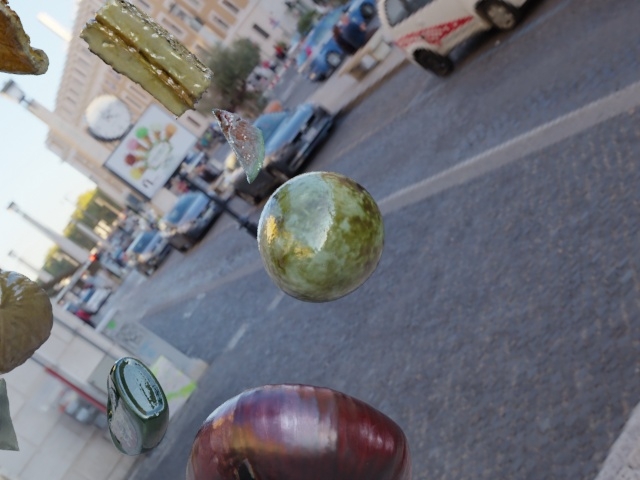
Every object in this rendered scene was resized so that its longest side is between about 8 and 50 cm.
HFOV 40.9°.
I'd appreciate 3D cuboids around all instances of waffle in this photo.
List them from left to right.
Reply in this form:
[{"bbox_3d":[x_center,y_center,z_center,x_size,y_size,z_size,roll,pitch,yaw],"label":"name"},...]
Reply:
[{"bbox_3d":[-0.338,-0.369,1.746,0.114,0.261,0.376,-47,14,6],"label":"waffle"}]

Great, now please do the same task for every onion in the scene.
[{"bbox_3d":[-0.026,0.305,1.018,0.273,0.273,0.285,-44,31,39],"label":"onion"}]

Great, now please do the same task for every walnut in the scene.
[{"bbox_3d":[-0.640,0.152,1.686,0.228,0.228,0.228,-50,12,14],"label":"walnut"}]

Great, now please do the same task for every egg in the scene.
[{"bbox_3d":[0.000,0.000,1.590,0.238,0.238,0.289,-47,17,28],"label":"egg"}]

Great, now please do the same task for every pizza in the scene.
[{"bbox_3d":[-0.459,-0.299,1.140,0.161,0.182,0.062,89,-163,-47],"label":"pizza"}]

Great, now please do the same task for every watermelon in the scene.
[{"bbox_3d":[-0.158,-0.192,1.694,0.081,0.180,0.094,-42,-23,19],"label":"watermelon"}]

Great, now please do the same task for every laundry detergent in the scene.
[{"bbox_3d":[-0.296,0.274,1.342,0.063,0.137,0.211,-25,-24,-33],"label":"laundry detergent"}]

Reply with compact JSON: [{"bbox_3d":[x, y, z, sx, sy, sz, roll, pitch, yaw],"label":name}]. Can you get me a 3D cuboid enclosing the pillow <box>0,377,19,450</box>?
[{"bbox_3d":[-0.656,0.345,1.555,0.078,0.144,0.254,-25,-8,26],"label":"pillow"}]
